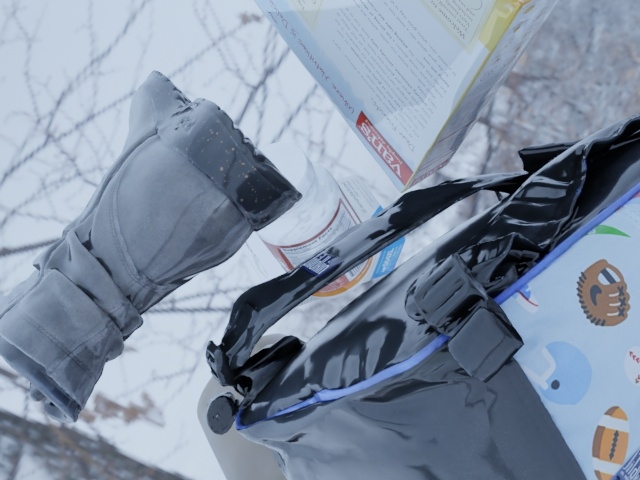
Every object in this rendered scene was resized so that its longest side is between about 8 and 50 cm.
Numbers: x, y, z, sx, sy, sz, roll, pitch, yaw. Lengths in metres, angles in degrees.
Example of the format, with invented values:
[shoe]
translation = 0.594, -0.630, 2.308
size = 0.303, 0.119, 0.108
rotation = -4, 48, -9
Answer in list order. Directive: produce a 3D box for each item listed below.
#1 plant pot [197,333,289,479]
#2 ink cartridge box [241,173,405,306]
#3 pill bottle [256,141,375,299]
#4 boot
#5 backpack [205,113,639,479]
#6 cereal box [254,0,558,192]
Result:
[plant pot]
translation = -0.024, 0.293, 1.681
size = 0.323, 0.280, 0.323
rotation = -34, 149, -23
[ink cartridge box]
translation = 0.000, 0.000, 1.712
size = 0.203, 0.148, 0.086
rotation = -19, 149, -30
[pill bottle]
translation = -0.019, -0.026, 1.447
size = 0.121, 0.121, 0.216
rotation = -63, 146, -22
[boot]
translation = -0.153, -0.006, 0.825
size = 0.223, 0.118, 0.338
rotation = -45, -167, -3
[backpack]
translation = 0.116, 0.056, 0.601
size = 0.263, 0.213, 0.276
rotation = -43, -168, -28
[cereal box]
translation = 0.039, -0.146, 0.651
size = 0.047, 0.173, 0.240
rotation = -33, 170, -19
